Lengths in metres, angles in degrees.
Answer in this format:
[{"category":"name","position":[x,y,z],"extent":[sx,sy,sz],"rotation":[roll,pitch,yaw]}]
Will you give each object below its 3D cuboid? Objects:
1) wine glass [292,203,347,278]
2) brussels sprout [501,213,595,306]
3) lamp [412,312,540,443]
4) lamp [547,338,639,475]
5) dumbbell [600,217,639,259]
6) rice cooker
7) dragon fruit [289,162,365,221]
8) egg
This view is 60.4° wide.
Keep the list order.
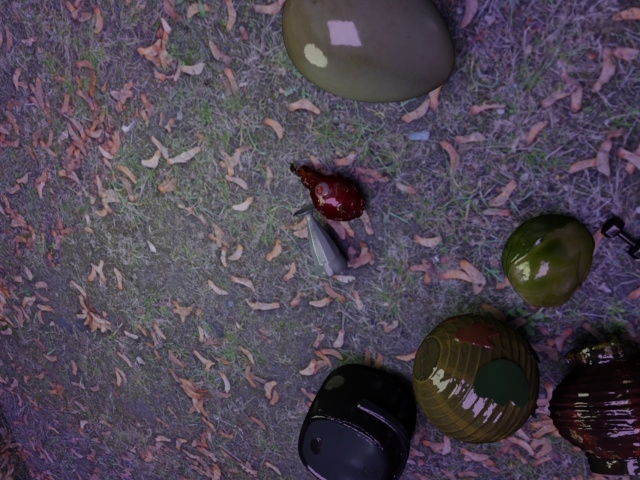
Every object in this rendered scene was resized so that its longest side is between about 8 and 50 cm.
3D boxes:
[{"category":"wine glass","position":[0.000,0.000,1.196],"extent":[0.073,0.073,0.154],"rotation":[-17,102,32]},{"category":"brussels sprout","position":[0.397,0.040,0.979],"extent":[0.131,0.146,0.183],"rotation":[37,123,39]},{"category":"lamp","position":[0.322,0.277,1.071],"extent":[0.285,0.250,0.250],"rotation":[26,125,-13]},{"category":"lamp","position":[0.534,0.293,0.985],"extent":[0.247,0.247,0.246],"rotation":[11,118,21]},{"category":"dumbbell","position":[0.528,-0.004,0.949],"extent":[0.083,0.040,0.036],"rotation":[39,93,4]},{"category":"rice cooker","position":[0.092,0.427,1.263],"extent":[0.268,0.224,0.266],"rotation":[10,116,22]},{"category":"dragon fruit","position":[0.003,-0.103,1.130],"extent":[0.191,0.094,0.094],"rotation":[33,124,16]},{"category":"egg","position":[0.080,-0.335,0.901],"extent":[0.296,0.218,0.218],"rotation":[24,123,3]}]
